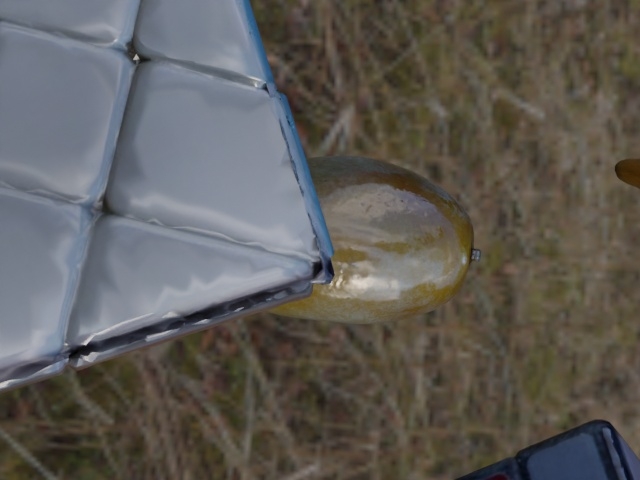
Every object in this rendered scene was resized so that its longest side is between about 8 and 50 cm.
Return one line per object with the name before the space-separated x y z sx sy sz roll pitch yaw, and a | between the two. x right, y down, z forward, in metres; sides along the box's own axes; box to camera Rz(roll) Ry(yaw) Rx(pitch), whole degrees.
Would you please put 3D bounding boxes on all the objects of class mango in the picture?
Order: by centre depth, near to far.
mango | 0.000 0.000 1.835 0.221 0.384 0.199 -78 168 -64

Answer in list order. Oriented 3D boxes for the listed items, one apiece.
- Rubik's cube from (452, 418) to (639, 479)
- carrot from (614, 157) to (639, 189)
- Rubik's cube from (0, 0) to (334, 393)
Rubik's cube | 0.123 0.326 0.888 0.293 0.287 0.292 49 22 -46
carrot | 0.337 -0.027 0.910 0.069 0.336 0.069 -20 112 -62
Rubik's cube | -0.132 -0.058 0.796 0.224 0.221 0.231 -128 -159 -85
